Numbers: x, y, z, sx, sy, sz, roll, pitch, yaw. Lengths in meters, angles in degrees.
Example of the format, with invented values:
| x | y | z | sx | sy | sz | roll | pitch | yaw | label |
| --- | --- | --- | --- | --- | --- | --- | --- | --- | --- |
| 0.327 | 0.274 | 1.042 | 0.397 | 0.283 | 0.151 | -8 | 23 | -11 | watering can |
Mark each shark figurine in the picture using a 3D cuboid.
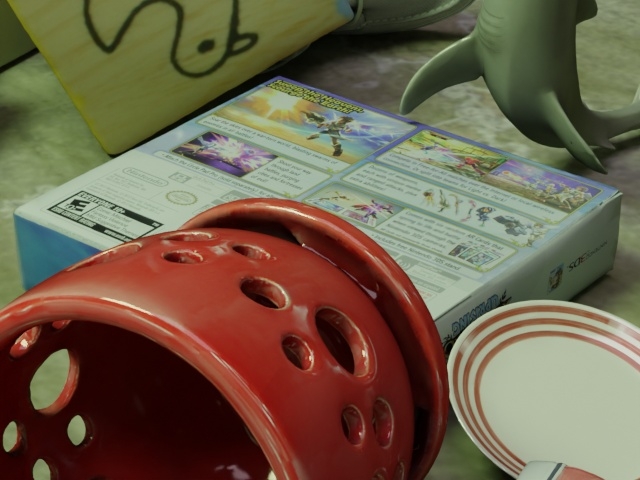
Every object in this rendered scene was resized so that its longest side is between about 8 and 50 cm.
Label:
| x | y | z | sx | sy | sz | roll | pitch | yaw | label |
| --- | --- | --- | --- | --- | --- | --- | --- | --- | --- |
| 0.169 | -0.082 | 1.165 | 0.278 | 0.166 | 0.116 | 30 | 19 | -53 | shark figurine |

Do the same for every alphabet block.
| x | y | z | sx | sy | sz | roll | pitch | yaw | label |
| --- | --- | --- | --- | --- | --- | --- | --- | --- | --- |
| -0.124 | -0.214 | 1.242 | 0.197 | 0.192 | 0.193 | -31 | 46 | -1 | alphabet block |

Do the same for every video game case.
| x | y | z | sx | sy | sz | roll | pitch | yaw | label |
| --- | --- | --- | --- | --- | --- | --- | --- | --- | --- |
| 0.000 | 0.000 | 1.082 | 0.269 | 0.061 | 0.244 | 21 | 37 | 33 | video game case |

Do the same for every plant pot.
| x | y | z | sx | sy | sz | roll | pitch | yaw | label |
| --- | --- | --- | --- | --- | --- | --- | --- | --- | --- |
| -0.042 | 0.081 | 0.816 | 0.191 | 0.191 | 0.174 | 16 | 28 | 26 | plant pot |

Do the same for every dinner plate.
| x | y | z | sx | sy | sz | roll | pitch | yaw | label |
| --- | --- | --- | --- | --- | --- | --- | --- | --- | --- |
| 0.133 | 0.086 | 0.949 | 0.141 | 0.017 | 0.141 | 7 | 42 | -6 | dinner plate |

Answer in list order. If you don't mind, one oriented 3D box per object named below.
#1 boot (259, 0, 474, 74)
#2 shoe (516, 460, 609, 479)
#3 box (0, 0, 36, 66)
| x | y | z | sx | sy | sz | roll | pitch | yaw | label |
| --- | --- | --- | --- | --- | --- | --- | --- | --- | --- |
| -0.004 | -0.171 | 1.371 | 0.258 | 0.095 | 0.123 | -5 | 35 | 9 | boot |
| 0.112 | 0.156 | 0.804 | 0.081 | 0.064 | 0.178 | 6 | 26 | 20 | shoe |
| -0.265 | -0.222 | 1.412 | 0.148 | 0.121 | 0.311 | 16 | 33 | 26 | box |
